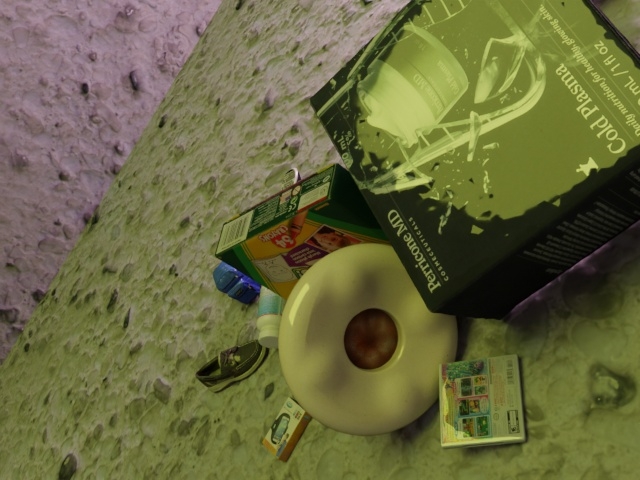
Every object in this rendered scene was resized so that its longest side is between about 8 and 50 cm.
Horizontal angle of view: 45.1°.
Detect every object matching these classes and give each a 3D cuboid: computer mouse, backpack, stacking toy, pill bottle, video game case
[{"bbox_3d":[-0.078,-0.112,2.136,0.106,0.042,0.193,-23,52,47],"label":"computer mouse"},{"bbox_3d":[-0.222,0.107,2.068,0.098,0.120,0.101,-48,34,13],"label":"backpack"},{"bbox_3d":[0.031,0.181,1.588,0.351,0.350,0.480,-63,16,-9],"label":"stacking toy"},{"bbox_3d":[-0.112,0.180,1.896,0.087,0.087,0.160,-28,43,37],"label":"pill bottle"},{"bbox_3d":[0.277,0.278,1.333,0.143,0.019,0.157,-12,52,22],"label":"video game case"}]

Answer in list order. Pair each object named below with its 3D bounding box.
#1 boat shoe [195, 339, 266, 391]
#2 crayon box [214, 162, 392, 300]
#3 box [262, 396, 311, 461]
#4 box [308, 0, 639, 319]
[{"bbox_3d":[-0.231,0.314,1.953,0.223,0.073,0.080,-36,39,30],"label":"boat shoe"},{"bbox_3d":[0.008,0.016,1.668,0.362,0.313,0.106,-25,42,40],"label":"crayon box"},{"bbox_3d":[-0.070,0.411,1.708,0.081,0.028,0.136,24,85,57],"label":"box"},{"bbox_3d":[0.314,-0.192,1.320,0.471,0.297,0.480,-42,62,26],"label":"box"}]
